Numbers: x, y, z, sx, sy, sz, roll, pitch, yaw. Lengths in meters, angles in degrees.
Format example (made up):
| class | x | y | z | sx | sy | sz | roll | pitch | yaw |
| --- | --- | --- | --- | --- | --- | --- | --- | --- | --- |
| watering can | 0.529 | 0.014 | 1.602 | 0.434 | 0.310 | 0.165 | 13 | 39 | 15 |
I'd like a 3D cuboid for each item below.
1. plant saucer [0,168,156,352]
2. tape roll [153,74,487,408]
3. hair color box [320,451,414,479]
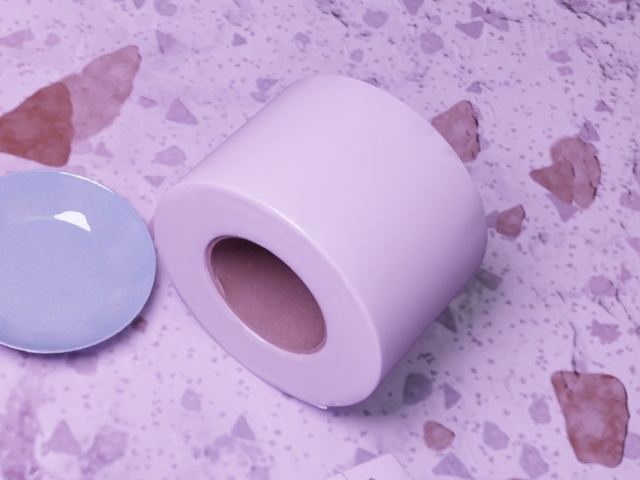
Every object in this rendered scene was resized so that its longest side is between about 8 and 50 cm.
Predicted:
| class | x | y | z | sx | sy | sz | roll | pitch | yaw |
| --- | --- | --- | --- | --- | --- | --- | --- | --- | --- |
| plant saucer | -0.249 | 0.024 | 1.109 | 0.195 | 0.037 | 0.195 | 8 | 56 | -12 |
| tape roll | 0.000 | 0.000 | 1.067 | 0.246 | 0.246 | 0.169 | 37 | 57 | 10 |
| hair color box | -0.020 | 0.290 | 0.876 | 0.339 | 0.110 | 0.185 | -11 | 52 | -46 |
